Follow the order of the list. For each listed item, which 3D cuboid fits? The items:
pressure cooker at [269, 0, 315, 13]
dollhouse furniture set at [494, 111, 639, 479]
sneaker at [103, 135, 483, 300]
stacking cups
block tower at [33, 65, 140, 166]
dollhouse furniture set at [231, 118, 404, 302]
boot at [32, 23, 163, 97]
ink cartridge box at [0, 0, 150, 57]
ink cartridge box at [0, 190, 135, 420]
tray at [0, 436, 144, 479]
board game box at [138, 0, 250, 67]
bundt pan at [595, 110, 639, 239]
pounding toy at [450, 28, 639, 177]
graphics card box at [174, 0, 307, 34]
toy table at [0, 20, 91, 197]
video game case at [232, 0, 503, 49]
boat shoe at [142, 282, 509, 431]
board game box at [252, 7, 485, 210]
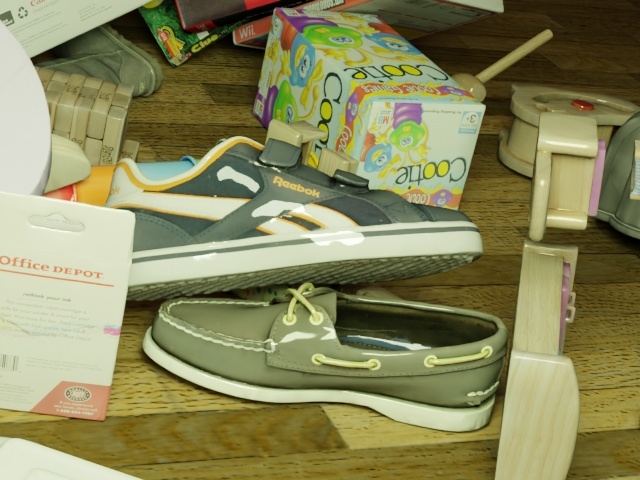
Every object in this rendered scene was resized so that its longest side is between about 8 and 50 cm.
[{"bbox_3d":[0.007,-0.517,1.948,0.375,0.420,0.370,2,11,1],"label":"pressure cooker"},{"bbox_3d":[0.305,0.077,1.135,0.303,0.286,0.198,7,28,7],"label":"dollhouse furniture set"},{"bbox_3d":[-0.025,-0.026,1.202,0.321,0.127,0.126,-3,-13,-7],"label":"sneaker"},{"bbox_3d":[-0.151,-0.041,1.370,0.316,0.096,0.096,-3,30,-28],"label":"stacking cups"},{"bbox_3d":[-0.350,-0.133,1.459,0.335,0.097,0.091,12,27,-5],"label":"block tower"},{"bbox_3d":[0.000,0.000,1.282,0.182,0.161,0.101,30,31,33],"label":"dollhouse furniture set"},{"bbox_3d":[-0.306,-0.194,1.644,0.189,0.076,0.208,25,35,27],"label":"boot"},{"bbox_3d":[-0.348,-0.351,1.578,0.309,0.272,0.130,-32,29,-34],"label":"ink cartridge box"},{"bbox_3d":[-0.202,0.035,1.066,0.115,0.198,0.067,9,35,-9],"label":"ink cartridge box"},{"bbox_3d":[-0.132,0.201,0.969,0.270,0.030,0.145,17,27,7],"label":"tray"},{"bbox_3d":[-0.194,-0.362,1.842,0.260,0.136,0.030,59,6,19],"label":"board game box"},{"bbox_3d":[0.475,-0.071,1.634,0.330,0.124,0.331,8,17,-3],"label":"bundt pan"},{"bbox_3d":[0.302,-0.164,1.762,0.269,0.155,0.154,5,23,-17],"label":"pounding toy"},{"bbox_3d":[-0.019,-0.409,1.726,0.371,0.233,0.094,-14,2,5],"label":"graphics card box"},{"bbox_3d":[-0.317,-0.073,1.199,0.252,0.161,0.274,-11,56,-14],"label":"toy table"},{"bbox_3d":[0.058,-0.278,1.807,0.285,0.025,0.204,-11,-8,42],"label":"video game case"},{"bbox_3d":[0.007,0.083,1.199,0.305,0.091,0.109,10,26,-7],"label":"boat shoe"},{"bbox_3d":[0.047,-0.147,1.621,0.144,0.142,0.275,-1,29,-26],"label":"board game box"}]
